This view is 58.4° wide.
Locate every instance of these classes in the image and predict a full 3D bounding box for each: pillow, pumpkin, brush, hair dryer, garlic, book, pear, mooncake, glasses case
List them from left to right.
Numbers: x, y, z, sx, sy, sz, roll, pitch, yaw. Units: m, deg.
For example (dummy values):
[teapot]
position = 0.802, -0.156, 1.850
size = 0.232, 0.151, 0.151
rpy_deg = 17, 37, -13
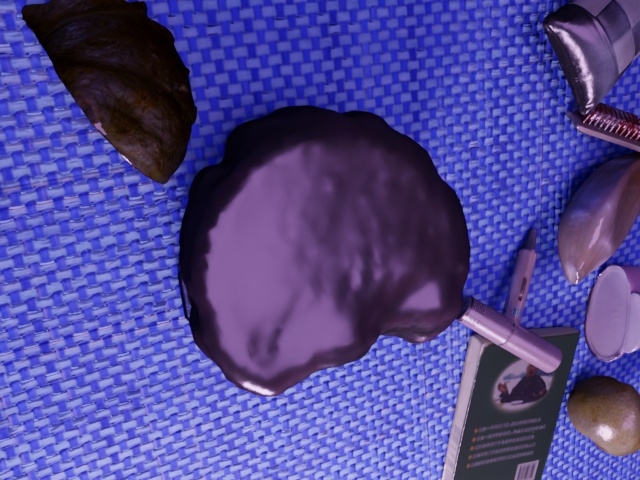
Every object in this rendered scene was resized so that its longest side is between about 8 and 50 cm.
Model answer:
[pumpkin]
position = -0.214, -0.189, 0.659
size = 0.130, 0.149, 0.254
rpy_deg = -37, 116, -1
[glasses case]
position = -0.183, 0.075, 0.818
size = 0.033, 0.023, 0.083
rpy_deg = -10, 108, -15
[mooncake]
position = 0.000, 0.000, 0.769
size = 0.381, 0.212, 0.350
rpy_deg = 2, 100, -24
[book]
position = 0.374, 0.352, 1.139
size = 0.260, 0.043, 0.370
rpy_deg = 0, 106, -26
[hair dryer]
position = 0.376, 0.097, 1.036
size = 0.195, 0.053, 0.220
rpy_deg = 32, 77, -4
[garlic]
position = 0.519, -0.061, 1.037
size = 0.318, 0.112, 0.143
rpy_deg = -42, 127, -15
[pear]
position = 0.591, 0.354, 1.165
size = 0.167, 0.167, 0.136
rpy_deg = 37, 91, -28
[pillow]
position = 0.474, -0.354, 0.933
size = 0.250, 0.106, 0.186
rpy_deg = -44, 118, -11
[brush]
position = 0.590, -0.183, 1.019
size = 0.321, 0.060, 0.050
rpy_deg = 15, 129, -14

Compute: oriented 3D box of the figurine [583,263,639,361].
[figurine]
position = 0.702, 0.211, 1.129
size = 0.316, 0.284, 0.206
rpy_deg = 8, 146, -14
